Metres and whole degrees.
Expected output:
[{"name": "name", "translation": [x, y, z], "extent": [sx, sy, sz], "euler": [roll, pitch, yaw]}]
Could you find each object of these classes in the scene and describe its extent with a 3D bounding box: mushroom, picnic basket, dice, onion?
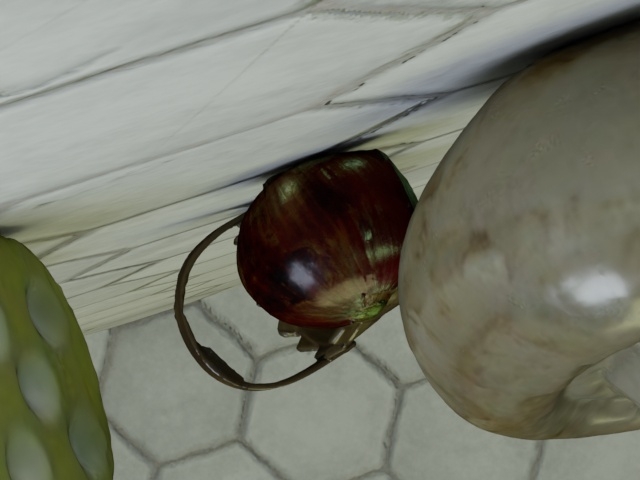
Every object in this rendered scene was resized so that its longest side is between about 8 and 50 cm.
[{"name": "mushroom", "translation": [0.191, 0.039, 0.859], "extent": [0.297, 0.290, 0.297], "euler": [-12, 156, -5]}, {"name": "picnic basket", "translation": [-0.023, 0.033, 1.208], "extent": [0.178, 0.128, 0.138], "euler": [-35, -179, -20]}, {"name": "dice", "translation": [-0.215, 0.099, 0.850], "extent": [0.166, 0.169, 0.169], "euler": [-19, 177, 16]}, {"name": "onion", "translation": [0.000, 0.000, 1.023], "extent": [0.118, 0.118, 0.117], "euler": [-16, 144, -31]}]
